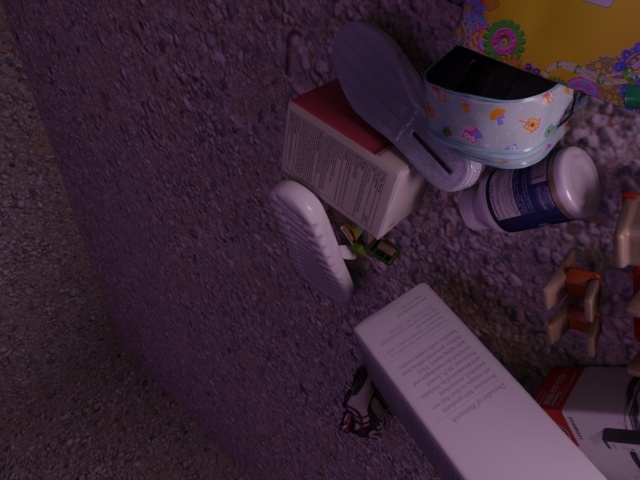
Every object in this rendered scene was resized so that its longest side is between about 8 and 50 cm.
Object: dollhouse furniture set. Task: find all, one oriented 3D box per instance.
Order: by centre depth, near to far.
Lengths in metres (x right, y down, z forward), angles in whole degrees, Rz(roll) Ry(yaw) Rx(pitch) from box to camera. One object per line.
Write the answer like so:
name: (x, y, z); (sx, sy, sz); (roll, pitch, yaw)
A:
dollhouse furniture set: (0.431, 0.053, 0.636); (0.262, 0.135, 0.259); (15, 141, 42)
dollhouse furniture set: (0.097, -0.005, 0.953); (0.059, 0.076, 0.151); (32, 168, 32)

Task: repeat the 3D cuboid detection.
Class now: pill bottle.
pill bottle: (0.279, -0.061, 0.710); (0.169, 0.094, 0.094); (-15, 107, 54)

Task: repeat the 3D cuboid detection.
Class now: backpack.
backpack: (0.215, -0.169, 0.614); (0.166, 0.188, 0.144); (27, 137, 32)

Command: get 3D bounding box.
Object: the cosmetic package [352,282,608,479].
cosmetic package: (0.252, 0.312, 0.837); (0.453, 0.162, 0.230); (52, 169, 36)

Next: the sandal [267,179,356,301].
sandal: (0.012, 0.008, 1.055); (0.169, 0.102, 0.416); (34, 161, 24)

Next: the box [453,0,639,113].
box: (0.273, -0.288, 0.368); (0.177, 0.279, 0.289); (34, 141, 27)

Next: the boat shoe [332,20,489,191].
boat shoe: (0.132, -0.198, 0.764); (0.302, 0.094, 0.109); (55, 132, 10)

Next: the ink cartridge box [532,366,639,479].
ink cartridge box: (0.484, 0.295, 0.754); (0.273, 0.114, 0.197); (-20, 103, 53)

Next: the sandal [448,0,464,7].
sandal: (0.135, -0.356, 0.665); (0.255, 0.054, 0.097); (30, 138, 30)

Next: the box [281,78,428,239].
box: (0.061, -0.141, 0.868); (0.232, 0.127, 0.148); (38, 142, 22)

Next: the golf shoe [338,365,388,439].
golf shoe: (0.119, 0.415, 1.311); (0.120, 0.105, 0.272); (20, 140, 18)
